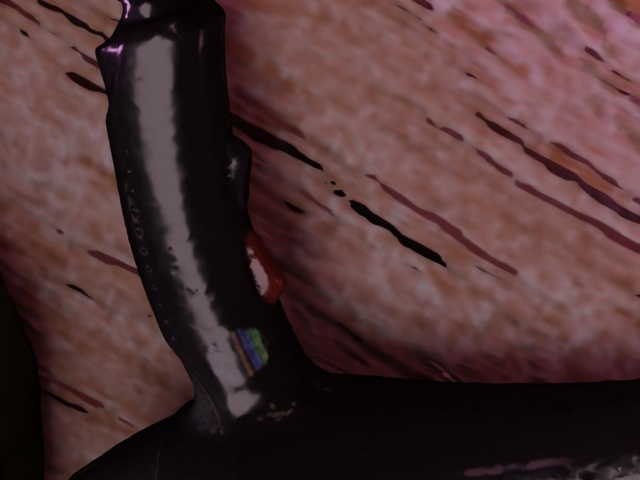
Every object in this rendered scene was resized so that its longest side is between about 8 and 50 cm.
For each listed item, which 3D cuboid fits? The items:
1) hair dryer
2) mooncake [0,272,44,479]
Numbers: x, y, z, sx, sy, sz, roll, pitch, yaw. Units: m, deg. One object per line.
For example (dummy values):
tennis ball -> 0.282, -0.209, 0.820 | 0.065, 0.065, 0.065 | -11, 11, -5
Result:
hair dryer -> 0.000, 0.000, 0.502 | 0.235, 0.091, 0.271 | -12, 110, 19
mooncake -> -0.289, 0.074, 0.594 | 0.356, 0.194, 0.356 | 10, 124, 15
